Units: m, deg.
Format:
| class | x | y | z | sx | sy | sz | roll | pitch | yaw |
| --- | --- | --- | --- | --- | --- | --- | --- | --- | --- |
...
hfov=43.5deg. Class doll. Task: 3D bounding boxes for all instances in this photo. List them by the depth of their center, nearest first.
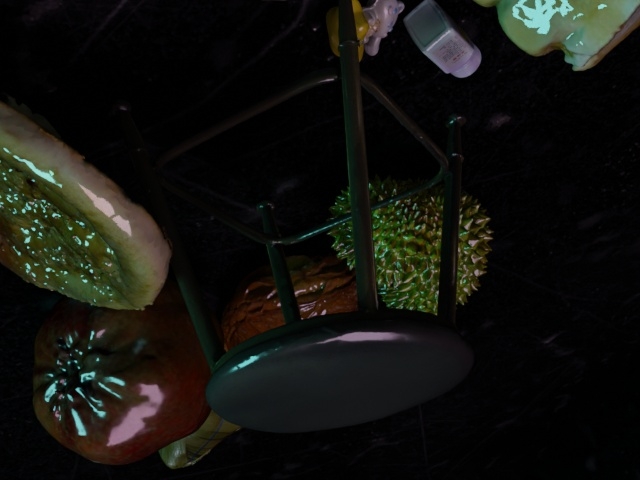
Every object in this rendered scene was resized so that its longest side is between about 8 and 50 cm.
| class | x | y | z | sx | sy | sz | roll | pitch | yaw |
| --- | --- | --- | --- | --- | --- | --- | --- | --- | --- |
| doll | 0.060 | -0.283 | 1.045 | 0.113 | 0.071 | 0.135 | -40 | 159 | -2 |

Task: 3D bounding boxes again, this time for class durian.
| class | x | y | z | sx | sy | sz | roll | pitch | yaw |
| --- | --- | --- | --- | --- | --- | --- | --- | --- | --- |
| durian | 0.158 | 0.000 | 1.309 | 0.224 | 0.291 | 0.291 | -45 | 144 | 1 |

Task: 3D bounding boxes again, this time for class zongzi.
| class | x | y | z | sx | sy | sz | roll | pitch | yaw |
| --- | --- | --- | --- | --- | --- | --- | --- | --- | --- |
| zongzi | -0.297 | 0.359 | 1.637 | 0.260 | 0.123 | 0.289 | -39 | 144 | 19 |

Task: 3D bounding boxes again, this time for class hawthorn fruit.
| class | x | y | z | sx | sy | sz | roll | pitch | yaw |
| --- | --- | --- | --- | --- | --- | --- | --- | --- | --- |
| hawthorn fruit | -0.287 | 0.195 | 1.274 | 0.325 | 0.308 | 0.308 | -6 | 143 | -42 |

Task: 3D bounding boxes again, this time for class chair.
| class | x | y | z | sx | sy | sz | roll | pitch | yaw |
| --- | --- | --- | --- | --- | --- | --- | --- | --- | --- |
| chair | 0.000 | 0.000 | 1.004 | 0.365 | 0.409 | 0.362 | -23 | 149 | 23 |

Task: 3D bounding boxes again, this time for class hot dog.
| class | x | y | z | sx | sy | sz | roll | pitch | yaw |
| --- | --- | --- | --- | --- | --- | --- | --- | --- | --- |
| hot dog | -0.043 | 0.161 | 1.491 | 0.267 | 0.174 | 0.387 | -15 | 136 | -19 |

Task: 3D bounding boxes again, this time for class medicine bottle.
| class | x | y | z | sx | sy | sz | roll | pitch | yaw |
| --- | --- | --- | --- | --- | --- | --- | --- | --- | --- |
| medicine bottle | 0.173 | -0.272 | 1.106 | 0.055 | 0.074 | 0.118 | -39 | 144 | 20 |

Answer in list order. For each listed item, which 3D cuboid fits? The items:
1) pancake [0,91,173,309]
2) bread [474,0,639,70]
| class | x | y | z | sx | sy | sz | roll | pitch | yaw |
| --- | --- | --- | --- | --- | --- | --- | --- | --- | --- |
| pancake | -0.337 | -0.043 | 0.916 | 0.071 | 0.382 | 0.382 | -56 | 159 | -29 |
| bread | 0.254 | -0.380 | 0.833 | 0.210 | 0.341 | 0.300 | -40 | 167 | -38 |
